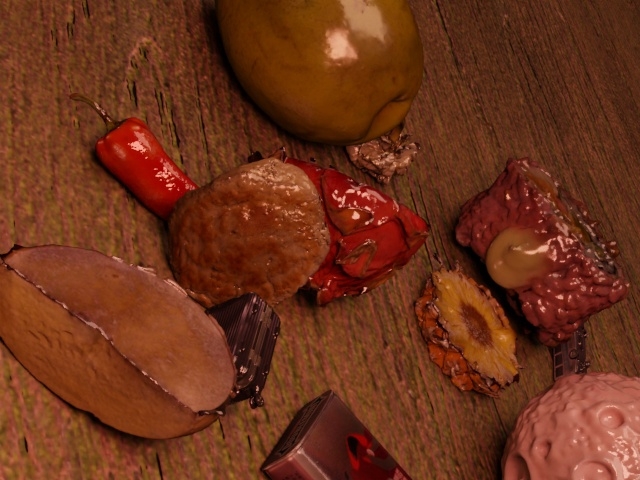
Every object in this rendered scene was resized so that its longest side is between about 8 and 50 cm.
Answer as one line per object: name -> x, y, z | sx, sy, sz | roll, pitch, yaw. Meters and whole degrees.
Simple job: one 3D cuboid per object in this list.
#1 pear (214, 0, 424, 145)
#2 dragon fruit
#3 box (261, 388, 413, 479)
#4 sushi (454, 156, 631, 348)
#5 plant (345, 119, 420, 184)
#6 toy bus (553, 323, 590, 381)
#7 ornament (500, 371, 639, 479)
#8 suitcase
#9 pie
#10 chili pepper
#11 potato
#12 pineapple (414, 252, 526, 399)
pear -> -0.003, -0.271, 1.319 | 0.253, 0.253, 0.307 | -10, 62, -51
dragon fruit -> 0.004, 0.002, 1.186 | 0.223, 0.218, 0.148 | 27, 85, -21
box -> 0.048, 0.280, 1.062 | 0.224, 0.069, 0.120 | 50, 36, -6
sushi -> 0.322, 0.016, 1.478 | 0.270, 0.171, 0.236 | 56, 24, 11
plant -> 0.100, -0.149, 1.435 | 0.104, 0.122, 0.116 | 46, 42, 10
toy bus -> 0.387, 0.168, 1.537 | 0.037, 0.052, 0.131 | 38, 41, -27
ornament -> 0.344, 0.292, 1.226 | 0.225, 0.259, 0.259 | 3, 55, -16
suitcase -> -0.092, 0.118, 1.028 | 0.059, 0.086, 0.126 | 51, 33, -29
pie -> -0.078, -0.007, 1.061 | 0.163, 0.193, 0.079 | 39, 25, -28
chili pepper -> -0.174, -0.066, 1.101 | 0.272, 0.071, 0.063 | 43, 41, -17
potato -> -0.190, 0.092, 0.935 | 0.243, 0.098, 0.138 | 39, 30, 0
pineapple -> 0.204, 0.122, 1.387 | 0.221, 0.047, 0.221 | 32, 39, -30
